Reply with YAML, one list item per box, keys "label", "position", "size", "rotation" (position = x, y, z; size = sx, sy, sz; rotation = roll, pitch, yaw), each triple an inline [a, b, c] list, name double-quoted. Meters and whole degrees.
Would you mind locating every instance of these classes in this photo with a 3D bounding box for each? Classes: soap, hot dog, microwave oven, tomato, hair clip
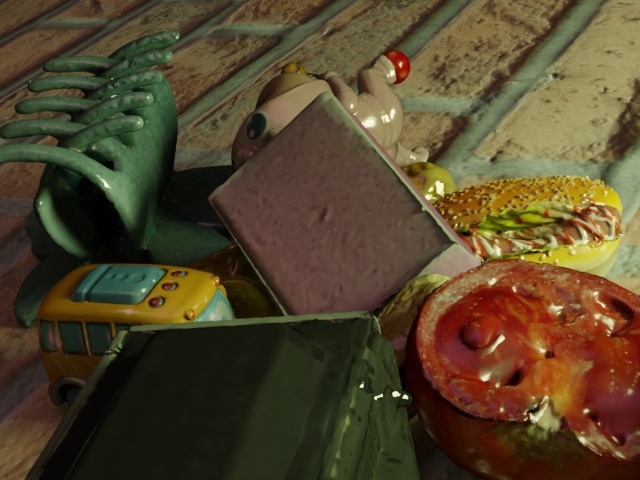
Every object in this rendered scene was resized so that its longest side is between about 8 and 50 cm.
- label: "soap"
  position: [0.018, -0.007, 1.148]
  size: [0.181, 0.081, 0.259]
  rotation: [-43, 51, 7]
- label: "hot dog"
  position: [0.047, 0.127, 0.989]
  size: [0.242, 0.084, 0.073]
  rotation: [-39, 27, -17]
- label: "microwave oven"
  position: [-0.048, 0.238, 0.682]
  size: [0.218, 0.286, 0.355]
  rotation: [-4, 25, 14]
- label: "tomato"
  position: [0.182, 0.125, 0.926]
  size: [0.233, 0.140, 0.200]
  rotation: [18, 43, 13]
- label: "hair clip"
  position: [-0.252, -0.084, 1.402]
  size: [0.392, 0.238, 0.318]
  rotation: [-7, 31, 11]

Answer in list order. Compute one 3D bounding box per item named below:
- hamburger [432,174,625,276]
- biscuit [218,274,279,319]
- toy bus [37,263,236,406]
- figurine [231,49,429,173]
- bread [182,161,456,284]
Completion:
- label: "hamburger"
  position: [0.209, -0.009, 1.183]
  size: [0.210, 0.116, 0.173]
  rotation: [-12, 26, 3]
- label: "biscuit"
  position: [-0.082, 0.077, 1.191]
  size: [0.084, 0.084, 0.023]
  rotation: [2, 22, 26]
- label: "toy bus"
  position: [-0.181, 0.093, 1.148]
  size: [0.209, 0.136, 0.126]
  rotation: [1, 32, 24]
- label: "figurine"
  position: [0.005, -0.129, 1.402]
  size: [0.287, 0.176, 0.186]
  rotation: [-23, 57, -31]
- label: "bread"
  position: [-0.001, -0.001, 1.301]
  size: [0.367, 0.084, 0.077]
  rotation: [-23, 71, -21]
